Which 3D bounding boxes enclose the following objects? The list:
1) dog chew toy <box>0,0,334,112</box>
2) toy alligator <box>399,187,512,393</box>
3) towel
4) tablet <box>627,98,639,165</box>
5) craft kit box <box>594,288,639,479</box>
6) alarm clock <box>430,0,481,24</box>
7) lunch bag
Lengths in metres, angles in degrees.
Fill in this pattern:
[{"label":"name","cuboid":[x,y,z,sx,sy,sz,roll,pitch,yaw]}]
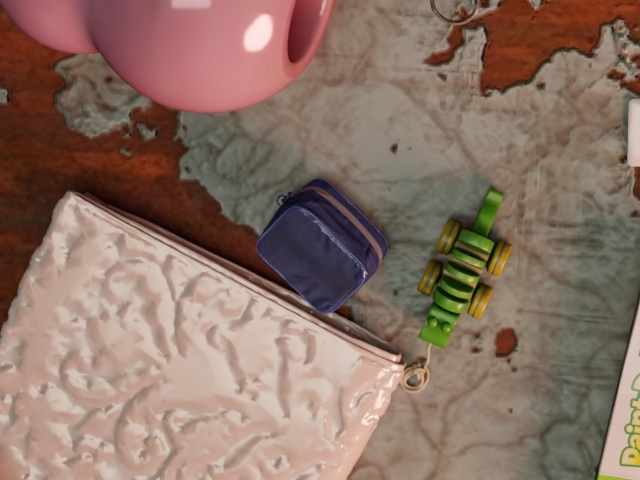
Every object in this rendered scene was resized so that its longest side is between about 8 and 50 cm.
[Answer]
[{"label":"dog chew toy","cuboid":[-0.157,-0.224,1.466,0.332,0.206,0.206,19,106,14]},{"label":"toy alligator","cuboid":[0.104,0.048,1.552,0.056,0.051,0.189,24,107,5]},{"label":"towel","cuboid":[-0.137,0.163,1.626,0.317,0.053,0.332,29,107,4]},{"label":"tablet","cuboid":[0.282,-0.084,1.510,0.083,0.006,0.054,1,103,10]},{"label":"craft kit box","cuboid":[0.350,0.167,1.535,0.247,0.061,0.249,13,105,10]},{"label":"alarm clock","cuboid":[0.100,-0.259,1.475,0.129,0.064,0.192,-1,106,11]},{"label":"lunch bag","cuboid":[0.000,0.000,1.554,0.098,0.065,0.067,46,123,-4]}]
